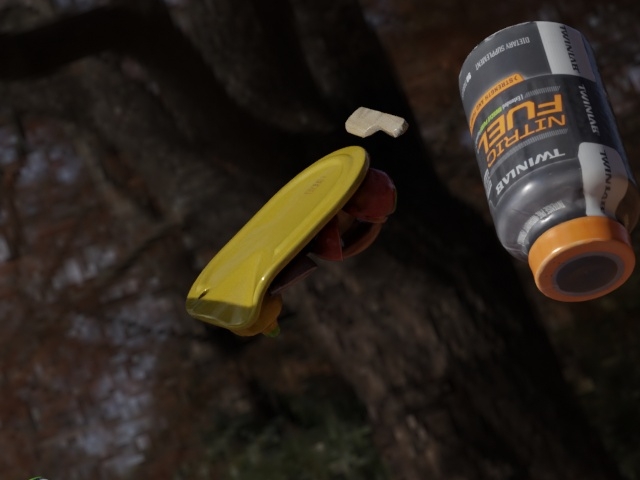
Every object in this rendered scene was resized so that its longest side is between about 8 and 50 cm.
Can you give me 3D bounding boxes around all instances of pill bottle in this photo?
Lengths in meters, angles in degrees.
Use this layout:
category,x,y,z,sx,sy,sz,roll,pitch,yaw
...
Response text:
category,x,y,z,sx,sy,sz,roll,pitch,yaw
pill bottle,0.207,-0.066,1.599,0.130,0.245,0.130,-7,-38,-5

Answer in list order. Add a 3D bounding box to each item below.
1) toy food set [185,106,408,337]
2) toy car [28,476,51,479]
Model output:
category,x,y,z,sx,sy,sz,roll,pitch,yaw
toy food set,0.000,0.000,1.344,0.218,0.071,0.128,-46,18,-13
toy car,-0.251,0.287,1.609,0.053,0.239,0.225,0,23,-20
